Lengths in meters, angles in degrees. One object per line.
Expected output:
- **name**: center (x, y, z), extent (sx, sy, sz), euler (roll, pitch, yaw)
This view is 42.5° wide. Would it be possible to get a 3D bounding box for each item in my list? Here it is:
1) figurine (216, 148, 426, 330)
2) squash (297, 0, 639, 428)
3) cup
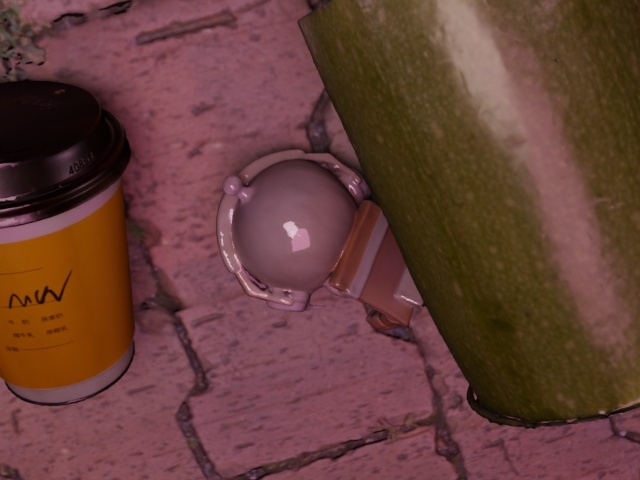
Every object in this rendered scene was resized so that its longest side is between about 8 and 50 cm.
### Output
- **figurine**: center (0.001, 0.000, 0.819), extent (0.237, 0.141, 0.162), euler (24, 82, -18)
- **squash**: center (0.175, -0.060, 0.679), extent (0.263, 0.263, 0.384), euler (-24, 101, 3)
- **cup**: center (-0.254, 0.006, 0.742), extent (0.197, 0.196, 0.279), euler (-8, 126, -6)
